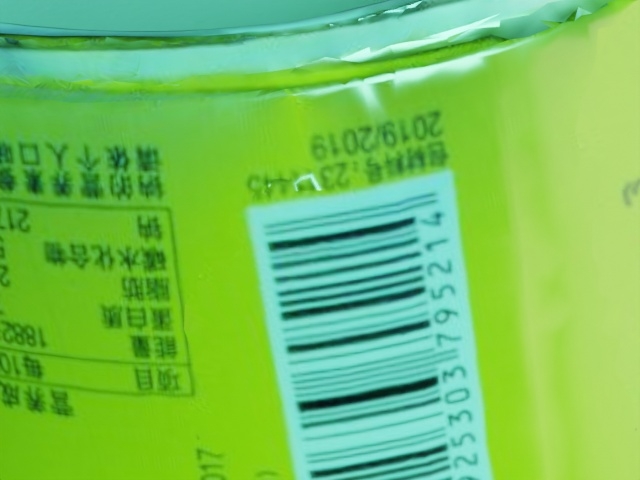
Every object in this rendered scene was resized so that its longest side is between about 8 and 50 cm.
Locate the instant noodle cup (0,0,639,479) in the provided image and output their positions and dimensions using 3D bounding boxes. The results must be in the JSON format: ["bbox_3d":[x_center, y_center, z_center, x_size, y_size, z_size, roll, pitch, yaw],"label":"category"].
[{"bbox_3d":[0.000,0.000,0.499,0.325,0.326,0.254,-55,145,-46],"label":"instant noodle cup"}]
